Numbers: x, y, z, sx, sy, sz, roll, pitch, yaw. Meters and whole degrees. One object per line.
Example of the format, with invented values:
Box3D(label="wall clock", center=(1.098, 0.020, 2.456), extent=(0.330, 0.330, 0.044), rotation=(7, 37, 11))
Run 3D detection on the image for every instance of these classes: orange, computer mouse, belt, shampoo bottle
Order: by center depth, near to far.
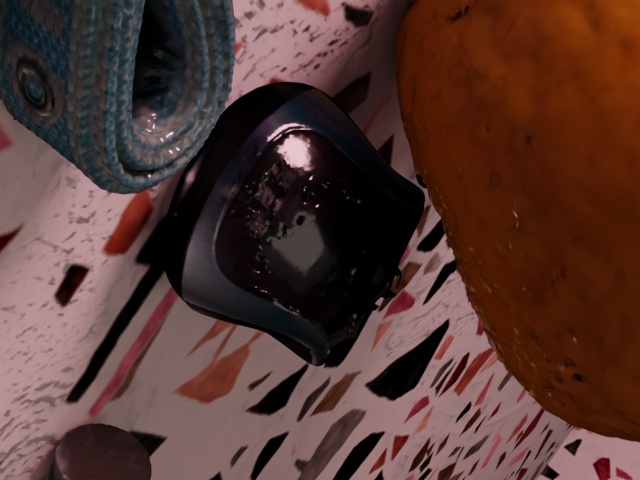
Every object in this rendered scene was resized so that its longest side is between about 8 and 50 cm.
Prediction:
Box3D(label="belt", center=(-0.061, -0.143, 0.357), extent=(0.087, 0.072, 0.302), rotation=(-31, 149, -36))
Box3D(label="orange", center=(0.203, -0.061, 0.615), extent=(0.293, 0.340, 0.340), rotation=(-21, 156, 6))
Box3D(label="computer mouse", center=(0.000, 0.000, 0.632), extent=(0.137, 0.096, 0.233), rotation=(-56, 156, 1))
Box3D(label="shampoo bottle", center=(-0.150, 0.205, 0.670), extent=(0.063, 0.057, 0.207), rotation=(-28, 145, -47))

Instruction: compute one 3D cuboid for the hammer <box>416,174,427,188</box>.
Box3D(label="hammer", center=(0.127, -0.129, 0.796), extent=(0.078, 0.021, 0.201), rotation=(-26, 145, -48))
